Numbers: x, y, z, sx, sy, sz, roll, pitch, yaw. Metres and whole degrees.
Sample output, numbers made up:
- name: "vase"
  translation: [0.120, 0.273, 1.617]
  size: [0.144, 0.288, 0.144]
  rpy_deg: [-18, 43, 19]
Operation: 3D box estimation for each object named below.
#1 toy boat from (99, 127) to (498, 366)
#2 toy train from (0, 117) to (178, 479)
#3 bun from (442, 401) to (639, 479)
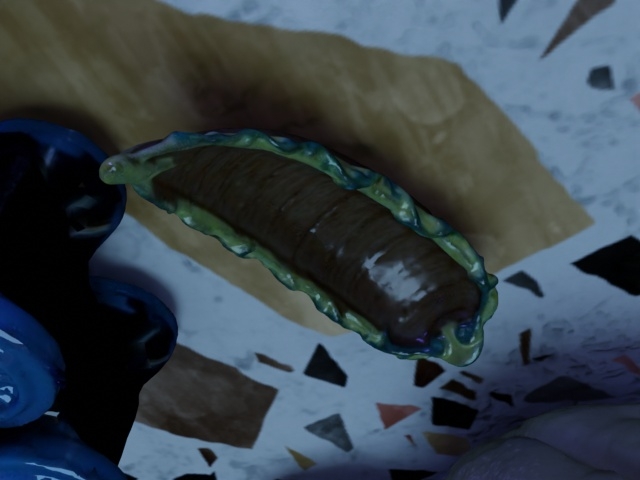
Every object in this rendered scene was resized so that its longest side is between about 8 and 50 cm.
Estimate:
- name: "toy boat"
  translation: [-0.003, -0.009, 0.497]
  size: [0.293, 0.099, 0.108]
  rpy_deg: [30, 125, -33]
- name: "toy train"
  translation: [-0.246, 0.069, 0.517]
  size: [0.265, 0.188, 0.300]
  rpy_deg: [0, 136, 7]
- name: "bun"
  translation: [0.267, 0.239, 0.614]
  size: [0.365, 0.219, 0.365]
  rpy_deg: [20, 162, 7]
